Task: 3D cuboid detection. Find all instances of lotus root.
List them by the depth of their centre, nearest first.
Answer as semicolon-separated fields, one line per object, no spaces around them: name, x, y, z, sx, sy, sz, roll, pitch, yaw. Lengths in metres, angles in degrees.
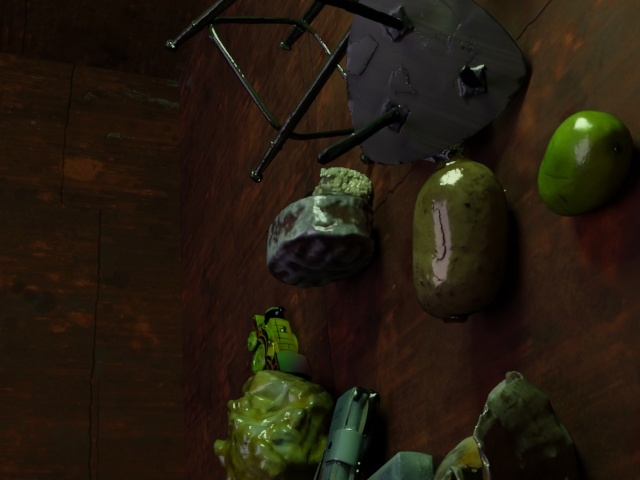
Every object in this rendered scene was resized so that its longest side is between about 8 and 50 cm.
lotus root;0.216;-0.012;1.326;0.160;0.146;0.284;-8;83;48

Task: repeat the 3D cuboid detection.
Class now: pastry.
pastry;0.029;-0.071;1.888;0.258;0.121;0.089;117;177;-57

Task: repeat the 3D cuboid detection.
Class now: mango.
mango;0.345;-0.094;1.100;0.163;0.089;0.117;101;154;-47

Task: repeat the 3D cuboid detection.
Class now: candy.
candy;0.000;0.000;1.783;0.289;0.214;0.157;135;140;-56

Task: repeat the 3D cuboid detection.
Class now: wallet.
wallet;0.044;0.418;1.649;0.176;0.075;0.250;119;170;-63

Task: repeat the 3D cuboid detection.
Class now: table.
table;0.106;-0.236;1.280;0.317;0.249;0.317;6;104;26

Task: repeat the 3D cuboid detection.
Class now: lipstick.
lipstick;0.120;0.467;1.535;0.289;0.077;0.076;122;155;-51

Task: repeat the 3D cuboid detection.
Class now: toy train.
toy train;-0.111;0.292;2.164;0.160;0.100;0.296;-63;28;29

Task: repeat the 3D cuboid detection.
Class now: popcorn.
popcorn;-0.089;0.461;1.902;0.292;0.294;0.334;65;-152;-28

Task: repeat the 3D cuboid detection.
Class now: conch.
conch;0.249;0.300;1.099;0.324;0.186;0.263;73;-150;-76

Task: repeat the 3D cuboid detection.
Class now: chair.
chair;0.006;-0.398;1.633;0.364;0.362;0.410;56;130;17

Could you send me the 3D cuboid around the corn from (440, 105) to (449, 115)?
corn;0.196;-0.228;1.498;0.244;0.093;0.093;-169;85;-70

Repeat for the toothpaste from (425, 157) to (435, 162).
toothpaste;0.201;-0.164;1.560;0.190;0.031;0.048;-157;77;-66

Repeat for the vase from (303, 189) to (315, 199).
vase;0.015;-0.114;1.992;0.167;0.059;0.059;144;128;-62
